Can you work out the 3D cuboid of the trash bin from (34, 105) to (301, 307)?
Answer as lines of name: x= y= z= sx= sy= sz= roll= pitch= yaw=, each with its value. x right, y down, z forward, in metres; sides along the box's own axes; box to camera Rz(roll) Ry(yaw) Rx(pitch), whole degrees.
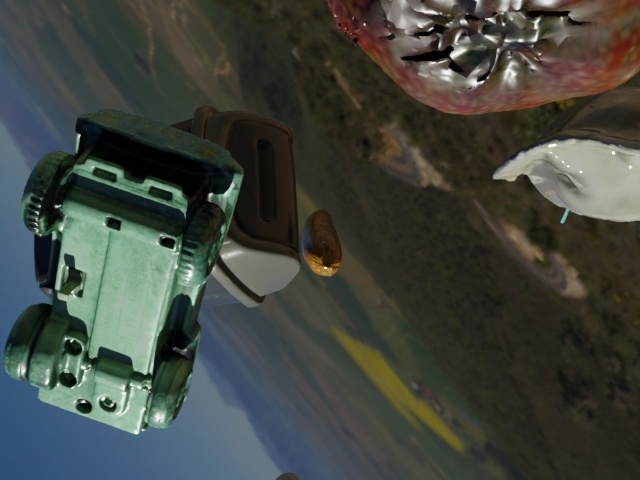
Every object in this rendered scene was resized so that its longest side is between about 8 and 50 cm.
trash bin: x=-0.165 y=-0.023 z=1.155 sx=0.182 sy=0.290 sz=0.209 roll=50 pitch=-149 yaw=-59

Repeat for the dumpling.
dumpling: x=0.319 y=-0.091 z=1.227 sx=0.243 sy=0.227 sz=0.175 roll=112 pitch=145 yaw=-56

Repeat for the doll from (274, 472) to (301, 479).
doll: x=-0.016 y=0.253 z=0.616 sx=0.085 sy=0.183 sz=0.217 roll=9 pitch=149 yaw=18

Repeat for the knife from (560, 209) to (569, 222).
knife: x=0.328 y=-0.042 z=1.350 sx=0.005 sy=0.014 sz=0.091 roll=31 pitch=168 yaw=13

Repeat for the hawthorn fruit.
hawthorn fruit: x=0.089 y=-0.172 z=0.490 sx=0.181 sy=0.181 sz=0.235 roll=59 pitch=-148 yaw=-38

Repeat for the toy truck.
toy truck: x=-0.163 y=0.031 z=0.862 sx=0.155 sy=0.278 sz=0.156 roll=18 pitch=-150 yaw=3

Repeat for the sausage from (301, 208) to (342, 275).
sausage: x=0.000 y=0.000 z=1.427 sx=0.183 sy=0.054 sz=0.062 roll=-99 pitch=15 yaw=-66
